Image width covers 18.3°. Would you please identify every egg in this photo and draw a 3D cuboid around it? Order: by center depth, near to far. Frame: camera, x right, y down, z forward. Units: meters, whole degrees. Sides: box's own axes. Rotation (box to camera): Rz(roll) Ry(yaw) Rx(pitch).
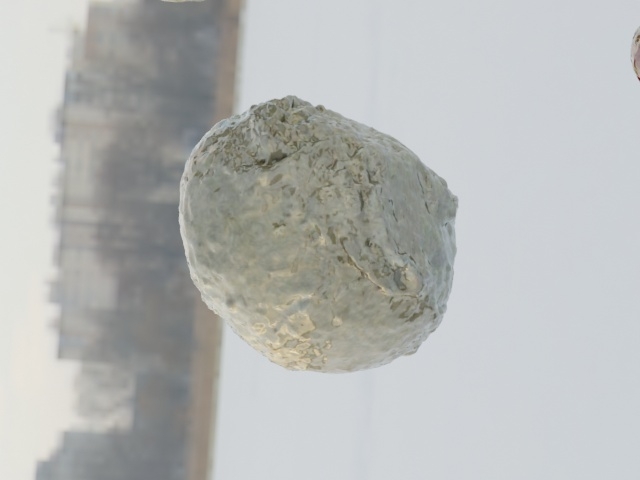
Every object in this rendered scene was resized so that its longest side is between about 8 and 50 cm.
[{"bbox_3d":[0.000,0.000,1.980,0.310,0.279,0.279,39,-145,-35],"label":"egg"}]

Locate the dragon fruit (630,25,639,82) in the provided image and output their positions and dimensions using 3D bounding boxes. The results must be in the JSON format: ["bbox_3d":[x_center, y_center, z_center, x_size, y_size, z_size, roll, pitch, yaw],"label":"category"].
[{"bbox_3d":[0.383,-0.170,1.500,0.268,0.295,0.130,57,-168,-20],"label":"dragon fruit"}]
